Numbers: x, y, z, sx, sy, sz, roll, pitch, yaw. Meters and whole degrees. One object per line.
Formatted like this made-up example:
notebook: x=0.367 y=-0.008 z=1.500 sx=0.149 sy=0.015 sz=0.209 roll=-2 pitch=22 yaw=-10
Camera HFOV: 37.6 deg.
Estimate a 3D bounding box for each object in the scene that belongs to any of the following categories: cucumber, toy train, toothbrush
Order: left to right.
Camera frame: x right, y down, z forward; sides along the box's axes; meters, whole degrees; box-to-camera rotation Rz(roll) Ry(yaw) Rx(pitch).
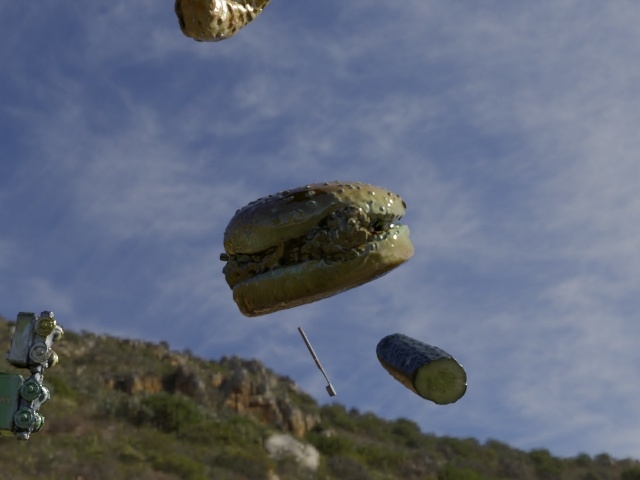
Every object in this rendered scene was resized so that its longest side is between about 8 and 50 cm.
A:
toy train: x=-0.449 y=0.201 z=1.428 sx=0.081 sy=0.202 sz=0.060 roll=4 pitch=-25 yaw=2
toothbrush: x=-0.006 y=0.151 z=1.174 sx=0.008 sy=0.097 sz=0.006 roll=-27 pitch=-1 yaw=15
cucumber: x=0.140 y=0.183 z=1.385 sx=0.075 sy=0.074 sz=0.241 roll=3 pitch=3 yaw=-15

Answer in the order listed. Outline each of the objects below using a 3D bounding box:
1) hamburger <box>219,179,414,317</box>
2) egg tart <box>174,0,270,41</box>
hamburger: x=0.000 y=0.000 z=0.981 sx=0.189 sy=0.122 sz=0.215 roll=-12 pitch=-4 yaw=-34
egg tart: x=-0.115 y=-0.348 z=1.094 sx=0.106 sy=0.241 sz=0.241 roll=26 pitch=-31 yaw=16
